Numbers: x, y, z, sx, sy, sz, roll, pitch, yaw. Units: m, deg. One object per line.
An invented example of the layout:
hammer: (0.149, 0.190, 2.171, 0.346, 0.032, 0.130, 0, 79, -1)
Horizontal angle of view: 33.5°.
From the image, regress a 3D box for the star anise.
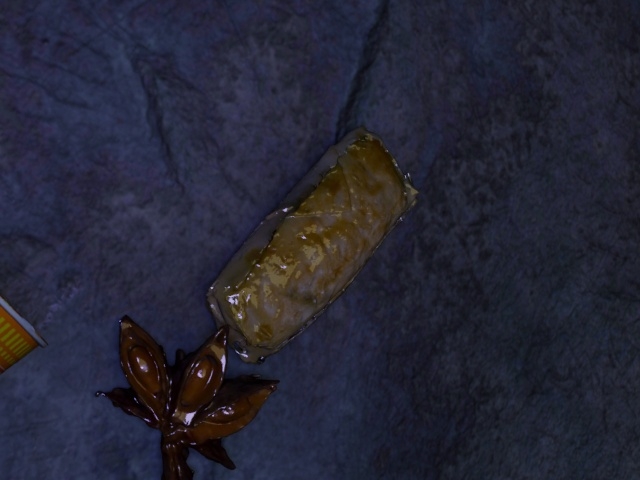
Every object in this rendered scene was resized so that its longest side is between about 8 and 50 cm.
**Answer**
star anise: (-0.117, 0.154, 1.016, 0.157, 0.053, 0.212, -31, 102, -9)

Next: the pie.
pie: (0.000, 0.000, 1.093, 0.282, 0.068, 0.128, -48, 115, -26)

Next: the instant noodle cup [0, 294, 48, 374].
instant noodle cup: (-0.337, 0.087, 0.823, 0.185, 0.168, 0.168, -45, 116, -16)
